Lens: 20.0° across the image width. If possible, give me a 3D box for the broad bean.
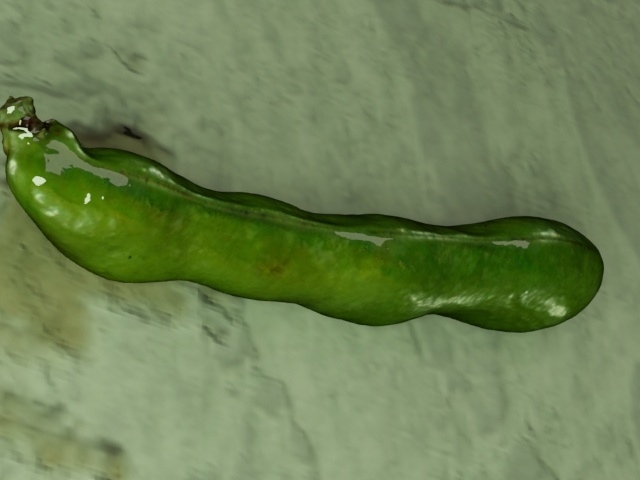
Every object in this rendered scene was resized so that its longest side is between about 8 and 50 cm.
[{"bbox_3d":[0.000,0.001,0.630,0.256,0.052,0.052,12,88,-32],"label":"broad bean"}]
